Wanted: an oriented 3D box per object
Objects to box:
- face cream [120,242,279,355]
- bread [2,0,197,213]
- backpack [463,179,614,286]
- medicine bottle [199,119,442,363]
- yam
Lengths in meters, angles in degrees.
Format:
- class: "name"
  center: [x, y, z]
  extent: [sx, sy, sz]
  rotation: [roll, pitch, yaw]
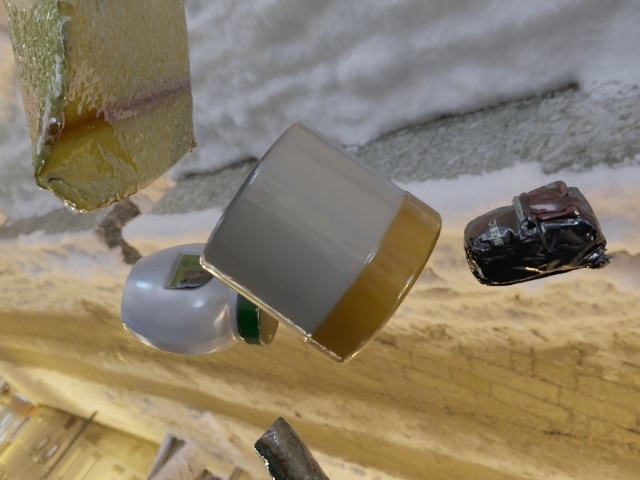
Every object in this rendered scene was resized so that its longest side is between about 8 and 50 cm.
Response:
- class: "face cream"
  center: [-0.289, 0.143, 1.503]
  extent: [0.356, 0.313, 0.220]
  rotation: [4, 135, 11]
- class: "bread"
  center: [-0.207, -0.164, 0.667]
  extent: [0.361, 0.244, 0.234]
  rotation: [32, 127, 54]
- class: "backpack"
  center: [0.262, -0.007, 0.757]
  extent: [0.165, 0.120, 0.106]
  rotation: [-15, 115, 12]
- class: "medicine bottle"
  center: [0.000, 0.000, 0.791]
  extent: [0.231, 0.238, 0.238]
  rotation: [36, 153, -1]
- class: "yam"
  center: [0.025, 0.300, 0.597]
  extent: [0.274, 0.061, 0.061]
  rotation: [51, 155, 10]
